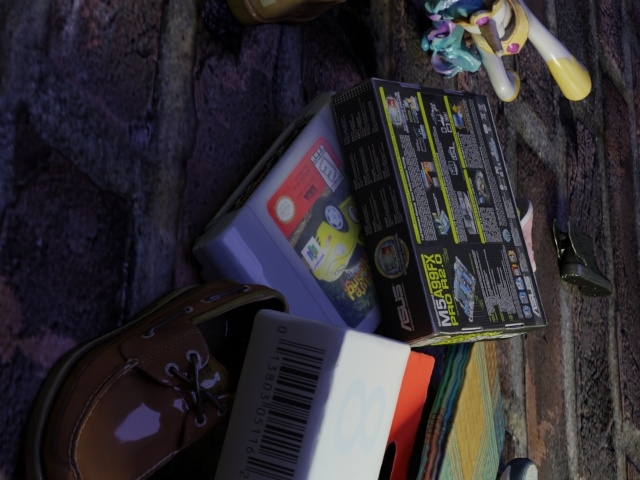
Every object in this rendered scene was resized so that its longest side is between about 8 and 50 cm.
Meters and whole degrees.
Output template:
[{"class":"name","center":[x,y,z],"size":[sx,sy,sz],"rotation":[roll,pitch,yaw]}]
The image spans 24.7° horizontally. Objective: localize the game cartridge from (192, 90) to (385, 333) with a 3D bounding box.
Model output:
[{"class":"game cartridge","center":[0.000,0.000,1.450],"size":[0.196,0.060,0.294],"rotation":[58,39,-20]}]

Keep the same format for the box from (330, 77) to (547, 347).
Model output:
[{"class":"box","center":[0.126,-0.027,1.527],"size":[0.216,0.060,0.270],"rotation":[-1,73,-50]}]

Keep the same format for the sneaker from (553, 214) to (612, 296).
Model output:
[{"class":"sneaker","center":[0.407,0.027,2.264],"size":[0.170,0.051,0.089],"rotation":[26,60,-52]}]

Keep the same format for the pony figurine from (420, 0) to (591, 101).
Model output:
[{"class":"pony figurine","center":[0.187,-0.333,1.725],"size":[0.363,0.303,0.351],"rotation":[21,48,-66]}]

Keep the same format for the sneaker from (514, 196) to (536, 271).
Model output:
[{"class":"sneaker","center":[0.271,0.005,2.022],"size":[0.070,0.051,0.134],"rotation":[59,35,-33]}]

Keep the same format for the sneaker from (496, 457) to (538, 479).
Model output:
[{"class":"sneaker","center":[0.287,0.403,1.788],"size":[0.110,0.122,0.283],"rotation":[11,68,-61]}]

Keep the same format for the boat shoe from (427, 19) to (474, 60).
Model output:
[{"class":"boat shoe","center":[0.178,-0.294,1.967],"size":[0.073,0.073,0.207],"rotation":[68,21,-12]}]

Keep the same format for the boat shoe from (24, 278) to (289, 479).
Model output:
[{"class":"boat shoe","center":[-0.122,0.110,1.170],"size":[0.110,0.104,0.307],"rotation":[68,29,-20]}]

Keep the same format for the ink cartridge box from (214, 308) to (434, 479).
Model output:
[{"class":"ink cartridge box","center":[0.028,0.238,1.288],"size":[0.385,0.091,0.308],"rotation":[21,82,-62]}]

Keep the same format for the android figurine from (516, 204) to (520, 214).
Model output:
[{"class":"android figurine","center":[0.122,-0.029,1.668],"size":[0.273,0.056,0.248],"rotation":[25,68,-37]}]

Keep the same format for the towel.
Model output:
[{"class":"towel","center":[0.144,0.261,1.580],"size":[0.370,0.040,0.271],"rotation":[-68,156,-46]}]

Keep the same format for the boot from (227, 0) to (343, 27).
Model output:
[{"class":"boot","center":[0.064,-0.294,1.527],"size":[0.236,0.270,0.089],"rotation":[-44,117,-59]}]
